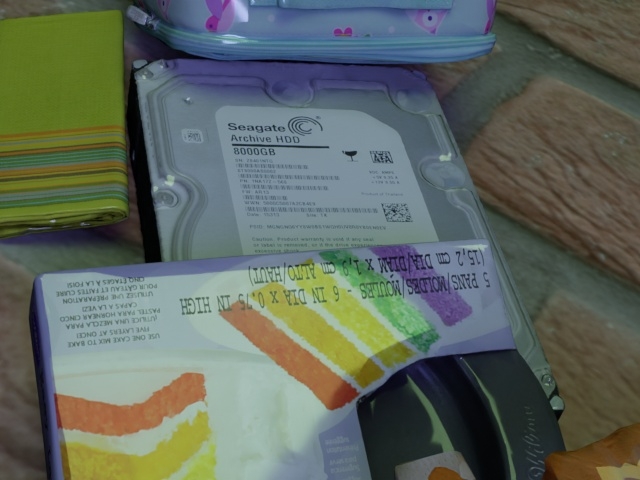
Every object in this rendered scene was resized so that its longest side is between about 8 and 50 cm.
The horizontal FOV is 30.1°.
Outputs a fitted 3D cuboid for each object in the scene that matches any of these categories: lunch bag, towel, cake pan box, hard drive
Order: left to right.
[{"bbox_3d":[-0.192,-0.092,0.869,0.102,0.021,0.237,-5,45,-6],"label":"towel"},{"bbox_3d":[-0.011,-0.198,0.930,0.279,0.107,0.224,-4,22,-22],"label":"lunch bag"},{"bbox_3d":[-0.004,0.127,0.613,0.267,0.070,0.245,-3,69,-18],"label":"cake pan box"},{"bbox_3d":[0.000,0.000,0.809,0.237,0.064,0.339,1,44,-15],"label":"hard drive"}]

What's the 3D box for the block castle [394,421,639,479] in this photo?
[{"bbox_3d":[0.047,0.241,0.365,0.453,0.212,0.303,-14,34,-7],"label":"block castle"}]
